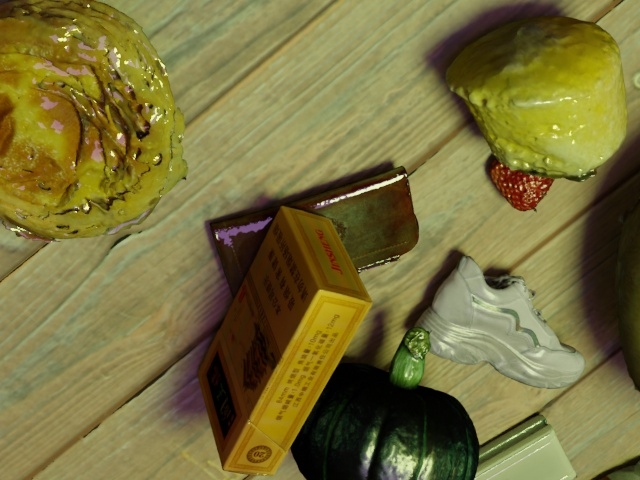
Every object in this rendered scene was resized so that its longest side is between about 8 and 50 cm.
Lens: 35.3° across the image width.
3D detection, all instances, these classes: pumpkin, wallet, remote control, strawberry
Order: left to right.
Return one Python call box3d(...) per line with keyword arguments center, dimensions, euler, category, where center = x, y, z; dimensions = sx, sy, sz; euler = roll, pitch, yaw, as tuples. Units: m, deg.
box3d(center=(0.000, 0.000, 1.263), dimensions=(0.255, 0.031, 0.137), euler=(-18, 120, -4), category="wallet")
box3d(center=(0.093, 0.226, 1.275), dimensions=(0.247, 0.248, 0.248), euler=(-5, 113, -12), category="pumpkin")
box3d(center=(0.229, 0.366, 1.466), dimensions=(0.277, 0.055, 0.103), euler=(-30, 116, 0), category="remote control")
box3d(center=(0.255, -0.078, 1.281), dimensions=(0.083, 0.073, 0.073), euler=(26, 104, -9), category="strawberry")

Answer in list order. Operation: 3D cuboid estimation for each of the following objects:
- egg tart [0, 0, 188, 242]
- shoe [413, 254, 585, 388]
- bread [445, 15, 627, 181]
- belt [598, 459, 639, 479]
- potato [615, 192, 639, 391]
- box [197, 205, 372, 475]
box3d(center=(-0.276, -0.132, 1.094), dimensions=(0.297, 0.132, 0.297), euler=(-1, 122, -1), category="egg tart")
box3d(center=(0.256, 0.109, 1.343), dimensions=(0.245, 0.095, 0.138), euler=(18, 109, -14), category="shoe")
box3d(center=(0.258, -0.171, 1.182), dimensions=(0.197, 0.197, 0.171), euler=(-27, 123, -3), category="bread")
box3d(center=(0.520, 0.428, 1.542), dimensions=(0.261, 0.105, 0.184), euler=(-8, 116, -8), category="belt")
box3d(center=(0.534, 0.073, 1.249), dimensions=(0.319, 0.385, 0.442), euler=(-1, 102, -1), category="potato")
box3d(center=(-0.051, 0.121, 1.196), dimensions=(0.076, 0.174, 0.274), euler=(15, 118, -26), category="box")
